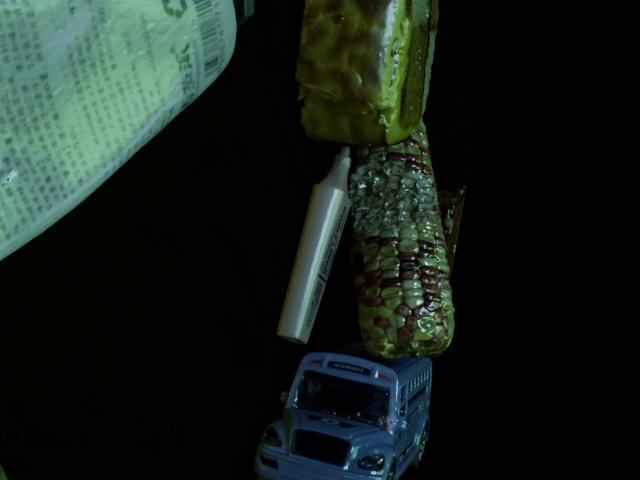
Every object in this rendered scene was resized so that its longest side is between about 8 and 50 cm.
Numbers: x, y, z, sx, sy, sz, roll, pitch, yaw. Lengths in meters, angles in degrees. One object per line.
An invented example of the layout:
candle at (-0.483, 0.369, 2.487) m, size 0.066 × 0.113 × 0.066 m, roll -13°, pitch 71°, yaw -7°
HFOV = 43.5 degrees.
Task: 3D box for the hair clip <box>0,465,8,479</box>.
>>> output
hair clip at (-0.154, 0.131, 0.358) m, size 0.060 × 0.033 × 0.188 m, roll -58°, pitch 158°, yaw -46°

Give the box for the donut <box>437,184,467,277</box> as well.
donut at (0.126, 0.007, 1.067) m, size 0.217 × 0.085 × 0.141 m, roll -33°, pitch 131°, yaw -65°

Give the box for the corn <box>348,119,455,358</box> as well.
corn at (0.077, -0.022, 0.809) m, size 0.098 × 0.098 × 0.290 m, roll 53°, pitch 32°, yaw -66°

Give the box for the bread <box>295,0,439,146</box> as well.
bread at (0.051, -0.198, 0.717) m, size 0.181 × 0.096 × 0.222 m, roll -32°, pitch 129°, yaw -70°

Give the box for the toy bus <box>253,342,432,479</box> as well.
toy bus at (0.039, 0.178, 0.827) m, size 0.292 × 0.125 × 0.133 m, roll 8°, pitch 91°, yaw -73°

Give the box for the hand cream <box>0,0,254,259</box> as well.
hand cream at (-0.130, -0.049, 0.308) m, size 0.336 × 0.076 × 0.121 m, roll -50°, pitch 141°, yaw -46°

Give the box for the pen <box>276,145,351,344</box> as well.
pen at (0.000, 0.000, 0.763) m, size 0.053 × 0.032 × 0.197 m, roll 44°, pitch 59°, yaw -68°
